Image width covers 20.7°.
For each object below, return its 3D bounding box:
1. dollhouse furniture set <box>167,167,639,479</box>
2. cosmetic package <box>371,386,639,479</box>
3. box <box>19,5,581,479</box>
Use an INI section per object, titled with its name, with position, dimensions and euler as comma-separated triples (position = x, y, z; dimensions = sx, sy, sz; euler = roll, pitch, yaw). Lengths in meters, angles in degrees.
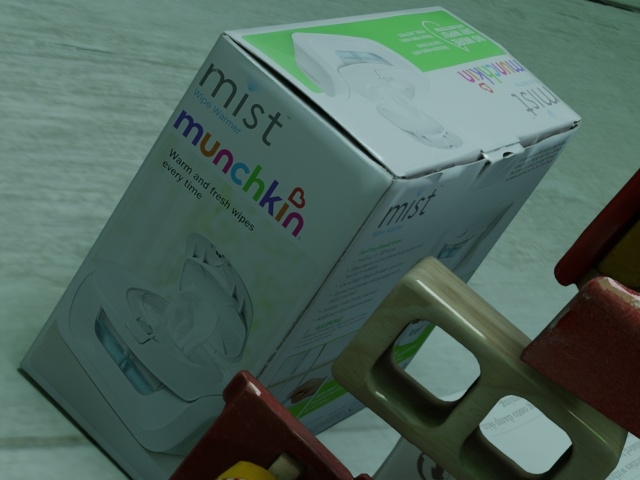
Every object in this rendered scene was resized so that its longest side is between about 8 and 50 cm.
[dollhouse furniture set]
position = 0.029, 0.083, 0.694
dimensions = 0.152, 0.374, 0.201
euler = 40, 23, 5
[cosmetic package]
position = 0.199, 0.239, 0.870
dimensions = 0.385, 0.156, 0.217
euler = 45, 27, 23
[box]
position = 0.000, 0.000, 0.979
dimensions = 0.127, 0.231, 0.262
euler = 41, 26, 16
